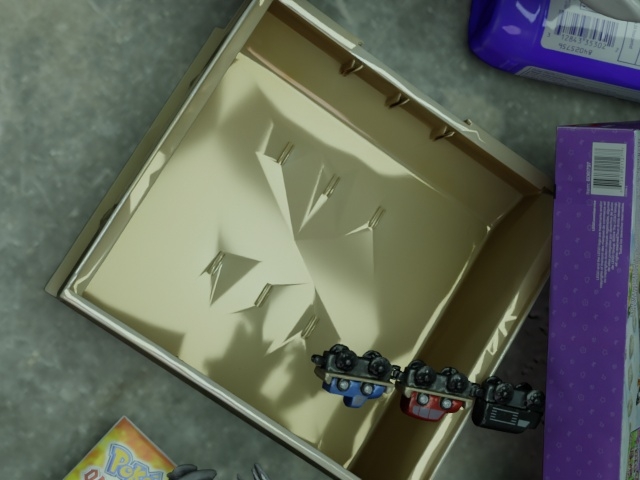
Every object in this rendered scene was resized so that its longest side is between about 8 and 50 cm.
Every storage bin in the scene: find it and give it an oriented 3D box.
[{"bbox_3d":[0.000,0.000,1.096,0.262,0.123,0.260,34,78,-13],"label":"storage bin"}]

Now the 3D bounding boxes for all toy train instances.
[{"bbox_3d":[0.067,0.095,1.036,0.158,0.027,0.036,13,95,-17],"label":"toy train"}]

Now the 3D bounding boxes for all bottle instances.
[{"bbox_3d":[0.250,-0.154,1.185,0.282,0.092,0.118,11,80,-11],"label":"bottle"}]

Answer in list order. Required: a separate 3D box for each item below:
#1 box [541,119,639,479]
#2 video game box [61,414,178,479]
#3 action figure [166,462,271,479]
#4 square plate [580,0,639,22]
[{"bbox_3d":[0.211,0.067,1.108,0.201,0.057,0.293,-9,102,-60],"label":"box"},{"bbox_3d":[-0.118,0.249,1.066,0.205,0.048,0.187,43,73,2],"label":"video game box"},{"bbox_3d":[-0.096,0.240,0.998,0.285,0.099,0.185,-16,70,-17],"label":"action figure"},{"bbox_3d":[0.095,-0.306,1.079,0.347,0.344,0.049,42,119,-12],"label":"square plate"}]
